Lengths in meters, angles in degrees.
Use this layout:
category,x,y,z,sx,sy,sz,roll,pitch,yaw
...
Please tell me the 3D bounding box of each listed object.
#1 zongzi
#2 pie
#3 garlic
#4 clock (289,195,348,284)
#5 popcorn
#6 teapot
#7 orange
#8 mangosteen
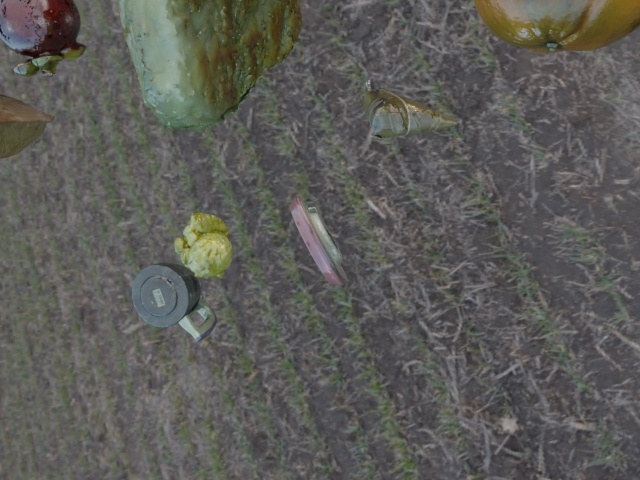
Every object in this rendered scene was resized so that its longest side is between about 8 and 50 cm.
category,x,y,z,sx,sy,sz,roll,pitch,yaw
zongzi,0.185,-0.279,1.416,0.189,0.178,0.081,-100,10,-58
pie,-0.161,-0.359,0.864,0.180,0.418,0.395,-9,118,17
garlic,-0.459,-0.160,0.932,0.101,0.195,0.087,19,104,-1
clock,0.001,-0.001,1.607,0.056,0.244,0.244,-27,69,5
popcorn,-0.134,0.006,0.792,0.068,0.059,0.083,-1,102,30
teapot,-0.243,0.095,1.172,0.149,0.108,0.111,21,104,14
orange,0.315,-0.330,0.854,0.240,0.240,0.171,6,90,47
mangosteen,-0.548,-0.412,1.305,0.166,0.166,0.180,21,128,44
